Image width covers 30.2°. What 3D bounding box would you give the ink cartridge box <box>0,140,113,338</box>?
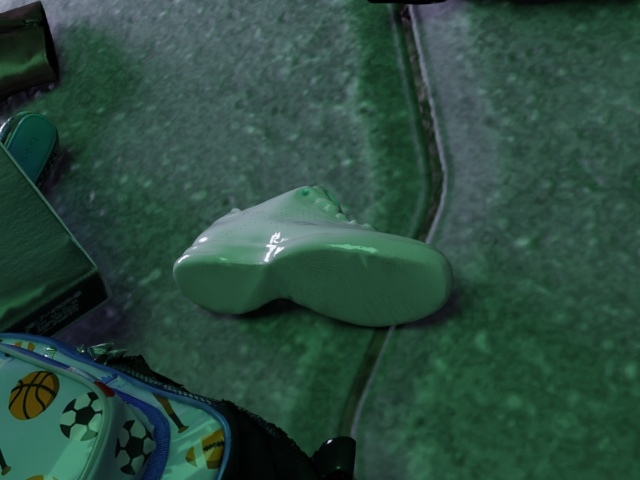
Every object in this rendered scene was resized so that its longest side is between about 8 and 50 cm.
[{"bbox_3d":[-0.360,0.010,0.856,0.303,0.072,0.307,-36,68,-16],"label":"ink cartridge box"}]

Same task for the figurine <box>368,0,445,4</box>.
[{"bbox_3d":[0.149,-0.276,0.932,0.209,0.092,0.215,-3,53,33],"label":"figurine"}]

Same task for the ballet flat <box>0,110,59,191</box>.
[{"bbox_3d":[-0.279,-0.023,1.000,0.070,0.070,0.188,9,61,34],"label":"ballet flat"}]

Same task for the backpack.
[{"bbox_3d":[-0.162,0.177,0.680,0.263,0.213,0.277,11,64,47],"label":"backpack"}]

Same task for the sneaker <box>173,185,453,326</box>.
[{"bbox_3d":[0.000,0.000,0.810,0.212,0.080,0.094,2,45,33],"label":"sneaker"}]

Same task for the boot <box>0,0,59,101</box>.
[{"bbox_3d":[-0.369,-0.188,1.177,0.206,0.090,0.248,-23,45,-4],"label":"boot"}]
